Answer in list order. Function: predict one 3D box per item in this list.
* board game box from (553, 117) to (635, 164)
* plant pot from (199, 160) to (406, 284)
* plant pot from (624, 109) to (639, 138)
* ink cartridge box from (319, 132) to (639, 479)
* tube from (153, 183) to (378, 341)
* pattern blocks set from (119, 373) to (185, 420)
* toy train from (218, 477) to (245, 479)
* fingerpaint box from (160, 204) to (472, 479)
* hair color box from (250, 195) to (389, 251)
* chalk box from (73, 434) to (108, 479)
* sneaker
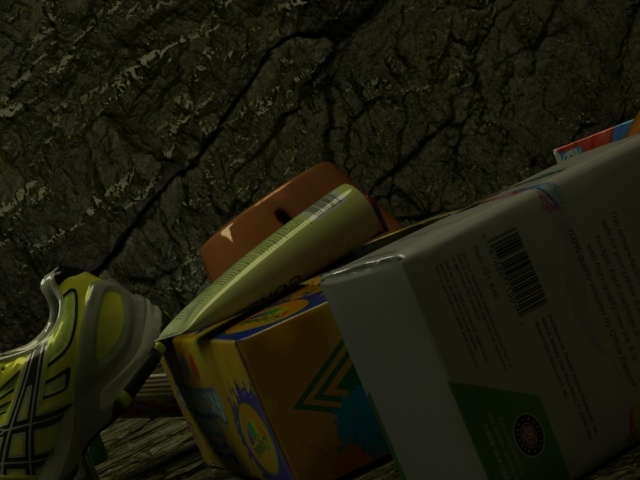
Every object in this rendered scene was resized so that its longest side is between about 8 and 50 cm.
[{"bbox_3d":[0.425,-0.081,2.218,0.275,0.144,0.142,-22,-11,21],"label":"board game box"},{"bbox_3d":[-0.011,0.039,2.439,0.291,0.203,0.291,-34,-3,-2],"label":"plant pot"},{"bbox_3d":[0.354,-0.022,1.761,0.205,0.205,0.188,-21,19,27],"label":"plant pot"},{"bbox_3d":[0.168,0.061,1.472,0.278,0.201,0.117,-25,4,-33],"label":"ink cartridge box"},{"bbox_3d":[-0.052,0.031,1.913,0.240,0.062,0.070,-33,-36,-23],"label":"tube"},{"bbox_3d":[-0.200,0.185,2.323,0.325,0.026,0.285,-11,-20,40],"label":"pattern blocks set"},{"bbox_3d":[-0.151,0.240,1.449,0.190,0.142,0.334,-13,-3,-40],"label":"toy train"},{"bbox_3d":[0.059,0.093,1.991,0.371,0.163,0.445,-24,3,-13],"label":"fingerpaint box"},{"bbox_3d":[0.000,0.000,2.153,0.141,0.043,0.072,-24,-4,6],"label":"hair color box"},{"bbox_3d":[-0.346,0.264,2.275,0.213,0.132,0.132,-24,4,-36],"label":"chalk box"},{"bbox_3d":[-0.314,0.199,2.034,0.385,0.147,0.145,-56,10,-16],"label":"sneaker"}]
